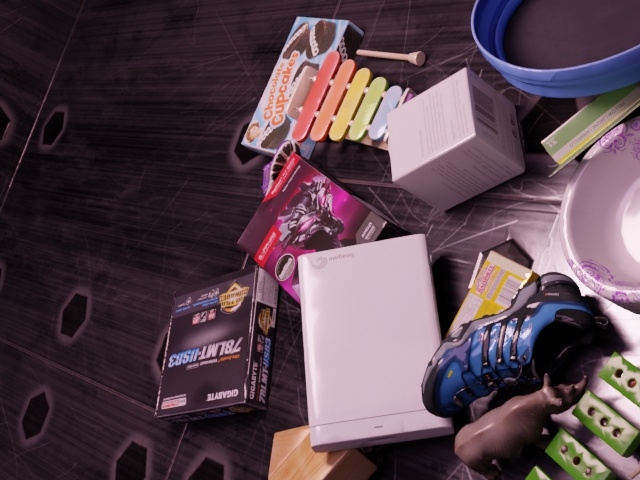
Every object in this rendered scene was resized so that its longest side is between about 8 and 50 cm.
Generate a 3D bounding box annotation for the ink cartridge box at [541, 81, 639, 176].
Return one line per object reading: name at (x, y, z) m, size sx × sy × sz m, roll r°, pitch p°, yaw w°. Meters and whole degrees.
ink cartridge box at (0.416, -0.182, 1.555) m, size 0.171 × 0.235 × 0.056 m, roll -41°, pitch 83°, yaw 24°

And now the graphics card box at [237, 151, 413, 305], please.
graphics card box at (0.000, 0.000, 2.006) m, size 0.233 × 0.094 × 0.371 m, roll -57°, pitch 41°, yaw 7°

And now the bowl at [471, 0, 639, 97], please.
bowl at (0.429, -0.372, 1.580) m, size 0.391 × 0.077 × 0.391 m, roll -20°, pitch 42°, yaw 19°

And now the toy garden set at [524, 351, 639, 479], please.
toy garden set at (0.418, 0.311, 1.414) m, size 0.244 × 0.049 × 0.204 m, roll -57°, pitch 38°, yaw 7°

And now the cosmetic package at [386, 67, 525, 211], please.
cosmetic package at (0.234, -0.173, 1.793) m, size 0.183 × 0.151 × 0.151 m, roll -27°, pitch 51°, yaw 36°

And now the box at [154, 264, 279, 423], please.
box at (-0.216, 0.222, 2.143) m, size 0.295 × 0.073 × 0.293 m, roll -17°, pitch 57°, yaw 43°

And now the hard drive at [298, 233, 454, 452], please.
hard drive at (0.087, 0.168, 1.730) m, size 0.233 × 0.047 × 0.353 m, roll -10°, pitch 60°, yaw 10°

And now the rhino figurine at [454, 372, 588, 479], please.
rhino figurine at (0.301, 0.269, 1.515) m, size 0.243 × 0.106 × 0.073 m, roll -41°, pitch 45°, yaw 26°

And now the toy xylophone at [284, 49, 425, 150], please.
toy xylophone at (0.079, -0.293, 2.068) m, size 0.322 × 0.081 × 0.236 m, roll 10°, pitch 78°, yaw 43°

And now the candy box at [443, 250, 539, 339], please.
candy box at (0.273, 0.127, 1.686) m, size 0.105 × 0.027 × 0.206 m, roll 32°, pitch 95°, yaw 55°

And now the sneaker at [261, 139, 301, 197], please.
sneaker at (-0.095, -0.150, 2.163) m, size 0.071 × 0.068 × 0.170 m, roll 58°, pitch 141°, yaw 32°

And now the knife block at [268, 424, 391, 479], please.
knife block at (0.032, 0.380, 1.720) m, size 0.242 × 0.088 × 0.276 m, roll -18°, pitch 44°, yaw 29°

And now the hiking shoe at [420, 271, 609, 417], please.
hiking shoe at (0.279, 0.174, 1.544) m, size 0.304 × 0.113 × 0.132 m, roll -43°, pitch 30°, yaw 12°

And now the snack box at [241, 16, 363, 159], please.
snack box at (-0.042, -0.334, 2.258) m, size 0.187 × 0.060 × 0.322 m, roll 19°, pitch 85°, yaw 50°

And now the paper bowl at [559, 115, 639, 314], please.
paper bowl at (0.492, -0.028, 1.434) m, size 0.284 × 0.148 × 0.284 m, roll -24°, pitch 53°, yaw 37°
